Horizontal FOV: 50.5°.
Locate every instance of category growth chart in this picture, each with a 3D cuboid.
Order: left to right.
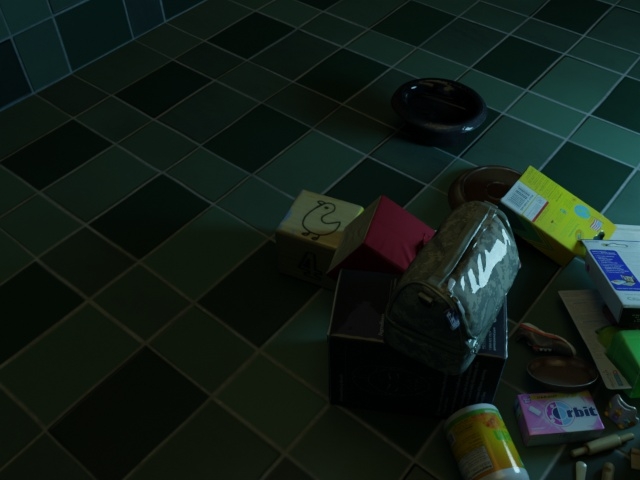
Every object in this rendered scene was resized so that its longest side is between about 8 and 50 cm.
[{"bbox_3d":[0.923,0.034,2.003,0.172,0.021,0.237,11,48,12],"label":"growth chart"}]

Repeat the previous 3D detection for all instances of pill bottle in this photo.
[{"bbox_3d":[0.378,0.501,1.507,0.136,0.136,0.246,-11,48,-8],"label":"pill bottle"}]

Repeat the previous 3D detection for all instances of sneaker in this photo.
[{"bbox_3d":[0.585,0.276,1.774,0.158,0.061,0.065,23,67,31],"label":"sneaker"}]

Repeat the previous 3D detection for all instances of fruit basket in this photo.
[{"bbox_3d":[0.828,0.244,1.752,0.327,0.165,0.353,-4,31,-3],"label":"fruit basket"}]

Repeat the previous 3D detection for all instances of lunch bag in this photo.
[{"bbox_3d":[0.274,0.090,1.413,0.212,0.256,0.305,24,53,22],"label":"lunch bag"}]

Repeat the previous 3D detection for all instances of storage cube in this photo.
[{"bbox_3d":[0.161,0.035,1.732,0.193,0.215,0.184,33,50,-11],"label":"storage cube"}]

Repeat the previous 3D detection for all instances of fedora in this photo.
[{"bbox_3d":[0.406,-0.426,2.359,0.334,0.153,0.334,-1,47,1],"label":"fedora"}]

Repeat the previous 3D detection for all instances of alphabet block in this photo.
[{"bbox_3d":[0.000,0.000,1.950,0.197,0.193,0.192,17,51,17],"label":"alphabet block"}]

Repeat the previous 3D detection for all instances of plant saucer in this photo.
[{"bbox_3d":[0.565,-0.145,2.165,0.310,0.050,0.311,-1,46,1],"label":"plant saucer"},{"bbox_3d":[0.600,0.334,1.685,0.168,0.029,0.168,-4,14,1],"label":"plant saucer"}]

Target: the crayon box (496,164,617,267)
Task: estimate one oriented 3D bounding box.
[{"bbox_3d":[0.696,-0.059,2.023,0.318,0.081,0.202,38,57,13],"label":"crayon box"}]

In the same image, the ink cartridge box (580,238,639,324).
[{"bbox_3d":[0.817,0.101,1.786,0.175,0.069,0.371,2,28,3],"label":"ink cartridge box"}]

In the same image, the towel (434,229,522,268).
[{"bbox_3d":[0.401,0.041,1.920,0.329,0.037,0.237,-15,44,-44],"label":"towel"}]

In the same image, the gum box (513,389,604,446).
[{"bbox_3d":[0.571,0.424,1.623,0.188,0.062,0.107,-4,47,-2],"label":"gum box"}]

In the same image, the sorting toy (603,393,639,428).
[{"bbox_3d":[0.723,0.405,1.627,0.045,0.075,0.083,-29,52,-23],"label":"sorting toy"}]

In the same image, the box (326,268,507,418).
[{"bbox_3d":[0.225,0.257,1.634,0.395,0.294,0.212,6,47,7],"label":"box"}]

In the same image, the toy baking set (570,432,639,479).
[{"bbox_3d":[0.664,0.539,1.535,0.256,0.030,0.197,-9,48,-7],"label":"toy baking set"}]
